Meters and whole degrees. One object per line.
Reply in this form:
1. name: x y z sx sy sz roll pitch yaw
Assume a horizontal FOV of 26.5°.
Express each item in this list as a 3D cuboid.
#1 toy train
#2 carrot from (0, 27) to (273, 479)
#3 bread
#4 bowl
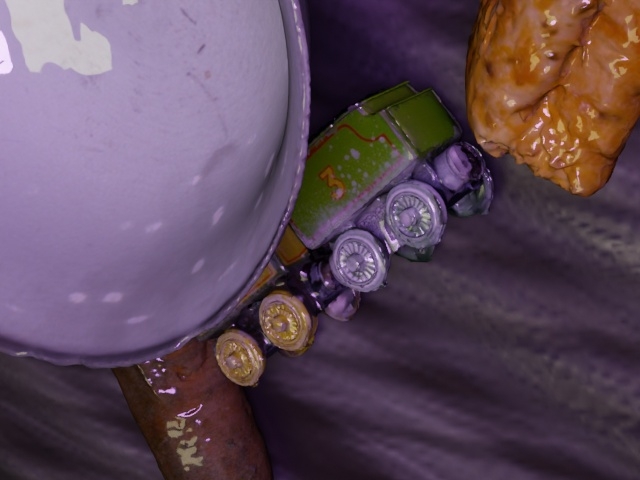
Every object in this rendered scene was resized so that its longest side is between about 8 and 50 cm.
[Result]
1. toy train: 0.000 0.000 0.678 0.202 0.060 0.081 -41 82 39
2. carrot: -0.115 0.007 0.750 0.070 0.070 0.342 -20 99 37
3. bread: 0.116 -0.124 0.511 0.083 0.114 0.211 20 124 3
4. bowl: -0.111 -0.111 0.633 0.313 0.146 0.313 12 117 25
